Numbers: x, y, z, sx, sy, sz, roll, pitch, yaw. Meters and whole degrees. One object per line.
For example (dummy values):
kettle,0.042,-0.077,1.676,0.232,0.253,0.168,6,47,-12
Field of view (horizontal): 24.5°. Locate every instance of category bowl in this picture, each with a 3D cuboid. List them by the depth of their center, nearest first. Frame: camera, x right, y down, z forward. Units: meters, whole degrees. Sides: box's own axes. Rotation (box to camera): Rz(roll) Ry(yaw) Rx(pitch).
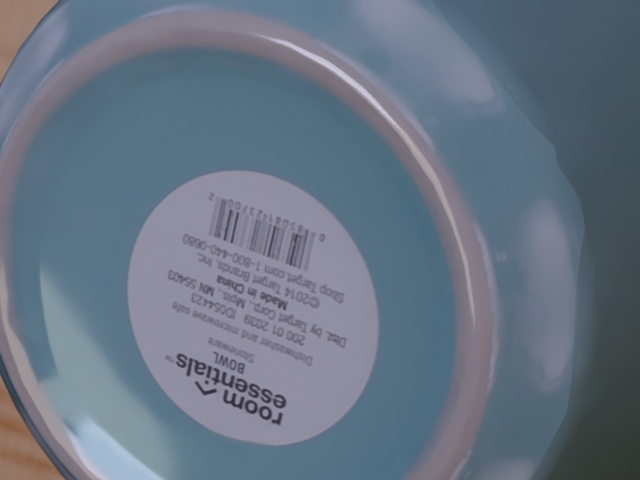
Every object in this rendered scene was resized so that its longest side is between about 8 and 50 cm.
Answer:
bowl,0.000,0.000,0.523,0.312,0.163,0.311,6,105,24
